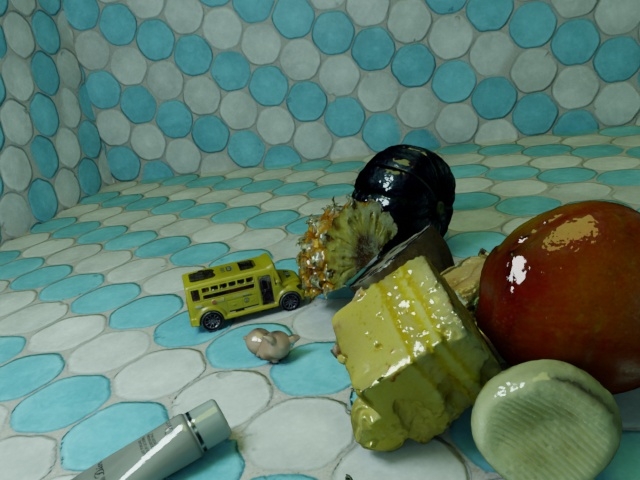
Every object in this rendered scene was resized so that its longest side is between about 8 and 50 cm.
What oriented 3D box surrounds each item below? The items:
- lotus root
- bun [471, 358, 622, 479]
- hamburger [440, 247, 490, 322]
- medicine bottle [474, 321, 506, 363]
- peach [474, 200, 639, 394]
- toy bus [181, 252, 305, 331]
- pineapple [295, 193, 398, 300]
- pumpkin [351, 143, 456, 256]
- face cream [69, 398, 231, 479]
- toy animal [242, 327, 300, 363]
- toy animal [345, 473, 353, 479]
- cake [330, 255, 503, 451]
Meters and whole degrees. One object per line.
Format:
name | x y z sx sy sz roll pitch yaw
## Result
lotus root | 0.222 0.098 1.481 0.272 0.192 0.272 -37 7 5
bun | 0.353 0.285 0.929 0.222 0.223 0.127 -5 5 10
hamburger | 0.371 0.123 1.371 0.207 0.136 0.155 -34 32 -32
medicine bottle | 0.431 0.204 1.219 0.425 0.108 0.108 -7 20 6
peach | 0.456 0.102 1.022 0.372 0.373 0.290 -4 46 14
toy bus | -0.212 0.133 1.627 0.330 0.151 0.145 -14 21 -13
pineapple | -0.002 0.001 1.582 0.286 0.209 0.344 -17 18 46
pumpkin | 0.253 -0.117 1.795 0.266 0.364 0.363 19 34 39
face cream | -0.316 0.405 1.069 0.314 0.089 0.143 -29 25 -18
toy animal | -0.127 0.245 1.390 0.150 0.089 0.083 -4 22 40
toy animal | 0.120 0.404 0.862 0.252 0.079 0.070 7 32 40
cake | 0.151 0.218 1.055 0.286 0.222 0.227 -34 32 11
